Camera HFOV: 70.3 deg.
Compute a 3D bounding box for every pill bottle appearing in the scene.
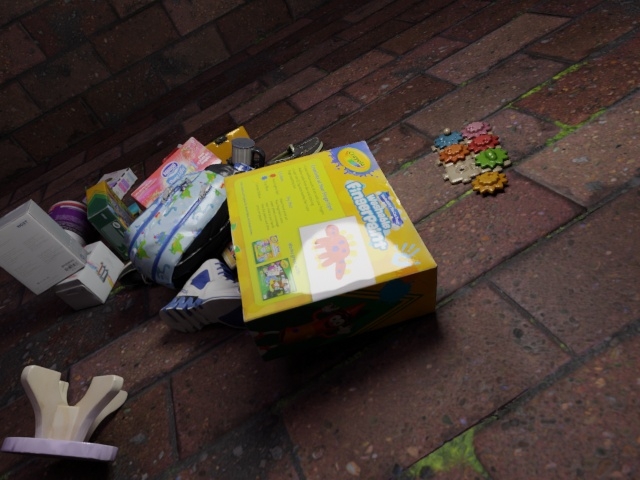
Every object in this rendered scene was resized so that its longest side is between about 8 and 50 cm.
[{"bbox_3d":[-0.971,-0.006,1.728,0.181,0.181,0.323,-27,36,1],"label":"pill bottle"}]

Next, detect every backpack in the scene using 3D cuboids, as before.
[{"bbox_3d":[-0.376,-0.031,1.299,0.273,0.290,0.356,21,60,-8],"label":"backpack"}]

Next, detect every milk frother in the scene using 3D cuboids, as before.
[{"bbox_3d":[-0.269,-0.316,1.686,0.129,0.135,0.143,1,39,-12],"label":"milk frother"}]

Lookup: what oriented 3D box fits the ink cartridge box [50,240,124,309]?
[{"bbox_3d":[-0.764,0.117,1.495,0.128,0.127,0.176,-15,39,18],"label":"ink cartridge box"}]

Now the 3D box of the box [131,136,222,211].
[{"bbox_3d":[-0.499,-0.196,1.617,0.300,0.142,0.154,-50,-1,-17],"label":"box"}]

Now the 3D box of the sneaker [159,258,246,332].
[{"bbox_3d":[-0.254,0.123,1.165,0.315,0.127,0.182,-9,43,26],"label":"sneaker"}]

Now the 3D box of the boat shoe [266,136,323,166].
[{"bbox_3d":[-0.091,-0.307,1.614,0.223,0.073,0.080,-37,38,-11],"label":"boat shoe"}]

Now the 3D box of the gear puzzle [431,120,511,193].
[{"bbox_3d":[0.406,-0.228,1.227,0.175,0.044,0.339,-18,38,14],"label":"gear puzzle"}]

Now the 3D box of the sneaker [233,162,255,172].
[{"bbox_3d":[-0.243,-0.198,1.536,0.296,0.131,0.112,-1,43,30],"label":"sneaker"}]

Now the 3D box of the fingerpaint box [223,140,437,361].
[{"bbox_3d":[0.000,0.000,1.021,0.371,0.163,0.445,-16,45,-4],"label":"fingerpaint box"}]

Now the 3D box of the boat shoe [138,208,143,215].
[{"bbox_3d":[-0.652,-0.139,1.792,0.135,0.050,0.045,-41,33,-16],"label":"boat shoe"}]

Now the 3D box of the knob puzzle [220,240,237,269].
[{"bbox_3d":[-0.207,-0.006,1.340,0.213,0.030,0.213,-25,26,14],"label":"knob puzzle"}]

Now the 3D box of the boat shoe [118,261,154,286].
[{"bbox_3d":[-0.527,0.096,1.407,0.233,0.084,0.079,-18,37,8],"label":"boat shoe"}]

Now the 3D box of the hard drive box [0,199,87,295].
[{"bbox_3d":[-0.858,0.025,1.365,0.181,0.232,0.089,-32,37,-3],"label":"hard drive box"}]

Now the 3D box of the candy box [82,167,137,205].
[{"bbox_3d":[-0.963,-0.236,2.088,0.164,0.070,0.196,-9,41,24],"label":"candy box"}]

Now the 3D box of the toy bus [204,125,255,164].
[{"bbox_3d":[-0.427,-0.331,1.808,0.332,0.108,0.130,-30,18,-2],"label":"toy bus"}]

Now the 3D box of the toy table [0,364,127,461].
[{"bbox_3d":[-0.534,0.379,0.974,0.274,0.252,0.161,-5,59,16],"label":"toy table"}]

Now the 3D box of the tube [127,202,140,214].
[{"bbox_3d":[-0.723,-0.152,1.859,0.207,0.052,0.080,-28,32,9],"label":"tube"}]

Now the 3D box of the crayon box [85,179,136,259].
[{"bbox_3d":[-0.762,-0.090,1.676,0.083,0.203,0.323,-35,37,-9],"label":"crayon box"}]

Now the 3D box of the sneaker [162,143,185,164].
[{"bbox_3d":[-0.625,-0.361,2.029,0.128,0.087,0.221,-49,29,-13],"label":"sneaker"}]
